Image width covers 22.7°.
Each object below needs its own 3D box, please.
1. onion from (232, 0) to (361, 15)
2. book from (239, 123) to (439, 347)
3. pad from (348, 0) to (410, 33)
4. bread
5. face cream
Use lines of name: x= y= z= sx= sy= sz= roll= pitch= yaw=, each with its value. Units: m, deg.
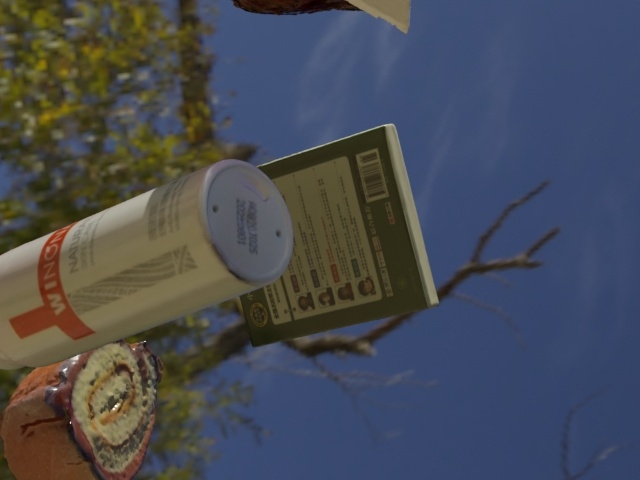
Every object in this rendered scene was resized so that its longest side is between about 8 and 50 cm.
onion: x=0.005 y=-0.236 z=1.212 sx=0.147 sy=0.184 sz=0.184 roll=42 pitch=-37 yaw=-23
book: x=0.000 y=0.000 z=1.755 sx=0.264 sy=0.027 sz=0.202 roll=-16 pitch=-92 yaw=40
pad: x=-0.026 y=-0.166 z=0.625 sx=0.156 sy=0.004 sz=0.232 roll=31 pitch=-14 yaw=12
bread: x=-0.278 y=0.212 z=1.897 sx=0.123 sy=0.244 sz=0.190 roll=-14 pitch=-72 yaw=24
face cream: x=-0.176 y=0.032 z=1.239 sx=0.346 sy=0.102 sz=0.102 roll=-21 pitch=-95 yaw=38
